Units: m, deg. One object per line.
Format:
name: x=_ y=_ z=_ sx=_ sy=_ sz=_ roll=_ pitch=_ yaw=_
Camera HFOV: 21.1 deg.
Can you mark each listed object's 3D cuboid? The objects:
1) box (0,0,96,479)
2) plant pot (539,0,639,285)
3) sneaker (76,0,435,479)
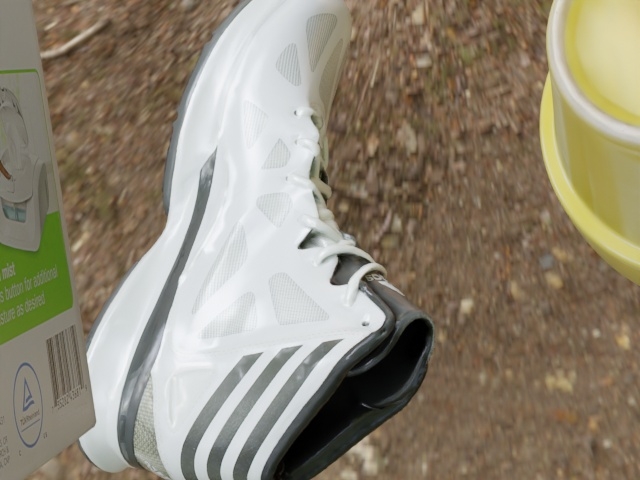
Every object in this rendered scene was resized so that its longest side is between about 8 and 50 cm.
box: x=-0.158 y=-0.033 z=0.400 sx=0.127 sy=0.262 sz=0.231 roll=-7 pitch=96 yaw=11
plant pot: x=0.262 y=-0.104 z=1.175 sx=0.254 sy=0.239 sz=0.254 roll=-6 pitch=72 yaw=19
sneaker: x=0.000 y=0.001 z=1.371 sx=0.258 sy=0.169 sz=0.447 roll=11 pitch=70 yaw=27
